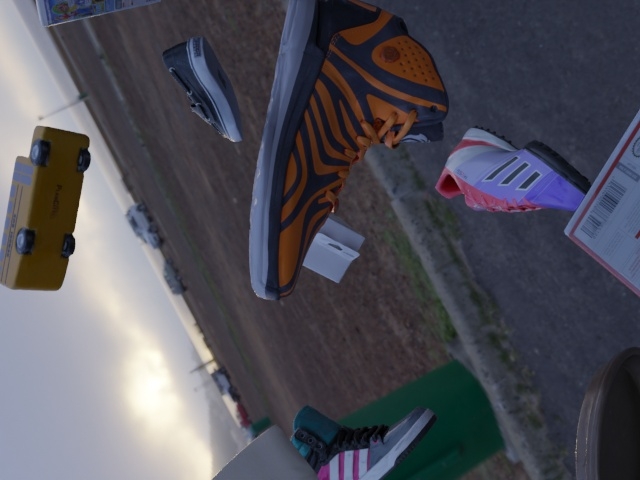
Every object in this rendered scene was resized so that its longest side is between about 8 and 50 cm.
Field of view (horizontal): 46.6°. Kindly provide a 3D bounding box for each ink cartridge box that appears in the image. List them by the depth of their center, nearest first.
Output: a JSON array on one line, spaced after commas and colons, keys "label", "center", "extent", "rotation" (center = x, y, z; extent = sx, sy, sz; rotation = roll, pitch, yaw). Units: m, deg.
[{"label": "ink cartridge box", "center": [0.000, 0.000, 1.246], "extent": [0.092, 0.090, 0.143], "rotation": [27, -173, -23]}]

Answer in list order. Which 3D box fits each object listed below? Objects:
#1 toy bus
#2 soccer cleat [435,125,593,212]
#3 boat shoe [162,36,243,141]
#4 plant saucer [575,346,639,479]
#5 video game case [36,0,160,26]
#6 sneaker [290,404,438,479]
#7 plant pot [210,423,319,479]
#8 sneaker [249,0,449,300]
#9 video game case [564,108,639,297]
[{"label": "toy bus", "center": [-0.567, -0.064, 1.519], "extent": [0.130, 0.108, 0.332], "rotation": [14, 95, 45]}, {"label": "soccer cleat", "center": [0.267, -0.077, 1.041], "extent": [0.108, 0.116, 0.318], "rotation": [37, -177, -23]}, {"label": "boat shoe", "center": [-0.108, -0.141, 0.710], "extent": [0.142, 0.040, 0.049], "rotation": [67, -166, -61]}, {"label": "plant saucer", "center": [0.404, 0.280, 0.984], "extent": [0.041, 0.278, 0.278], "rotation": [-3, 118, 42]}, {"label": "video game case", "center": [-0.209, -0.241, 0.710], "extent": [0.011, 0.122, 0.087], "rotation": [69, 162, 5]}, {"label": "sneaker", "center": [0.044, 0.342, 1.278], "extent": [0.178, 0.295, 0.124], "rotation": [49, -170, 14]}, {"label": "plant pot", "center": [-0.047, 0.247, 0.653], "extent": [0.109, 0.096, 0.109], "rotation": [25, 136, 66]}, {"label": "sneaker", "center": [0.032, -0.090, 0.736], "extent": [0.124, 0.180, 0.321], "rotation": [142, 139, -81]}, {"label": "video game case", "center": [0.355, -0.011, 0.627], "extent": [0.285, 0.025, 0.204], "rotation": [54, 127, 46]}]
